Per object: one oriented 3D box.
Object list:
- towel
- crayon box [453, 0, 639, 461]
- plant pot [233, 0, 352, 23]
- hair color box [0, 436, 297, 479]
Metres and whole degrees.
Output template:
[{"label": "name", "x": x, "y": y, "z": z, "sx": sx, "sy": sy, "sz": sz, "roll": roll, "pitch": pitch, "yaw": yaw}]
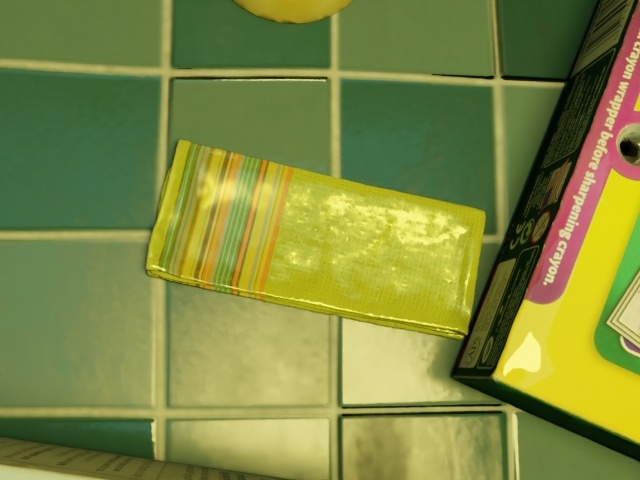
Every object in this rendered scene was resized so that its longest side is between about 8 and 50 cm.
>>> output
[{"label": "towel", "x": 0.000, "y": 0.000, "z": 0.654, "sx": 0.237, "sy": 0.021, "sz": 0.102, "roll": 12, "pitch": 80, "yaw": -5}, {"label": "crayon box", "x": 0.312, "y": -0.004, "z": 0.651, "sx": 0.313, "sy": 0.106, "sz": 0.363, "roll": 25, "pitch": 79, "yaw": -4}, {"label": "plant pot", "x": -0.017, "y": -0.239, "z": 0.652, "sx": 0.134, "sy": 0.095, "sz": 0.134, "roll": 1, "pitch": 80, "yaw": -8}, {"label": "hair color box", "x": -0.084, "y": 0.192, "z": 0.527, "sx": 0.374, "sy": 0.185, "sz": 0.114, "roll": 9, "pitch": 79, "yaw": -5}]
